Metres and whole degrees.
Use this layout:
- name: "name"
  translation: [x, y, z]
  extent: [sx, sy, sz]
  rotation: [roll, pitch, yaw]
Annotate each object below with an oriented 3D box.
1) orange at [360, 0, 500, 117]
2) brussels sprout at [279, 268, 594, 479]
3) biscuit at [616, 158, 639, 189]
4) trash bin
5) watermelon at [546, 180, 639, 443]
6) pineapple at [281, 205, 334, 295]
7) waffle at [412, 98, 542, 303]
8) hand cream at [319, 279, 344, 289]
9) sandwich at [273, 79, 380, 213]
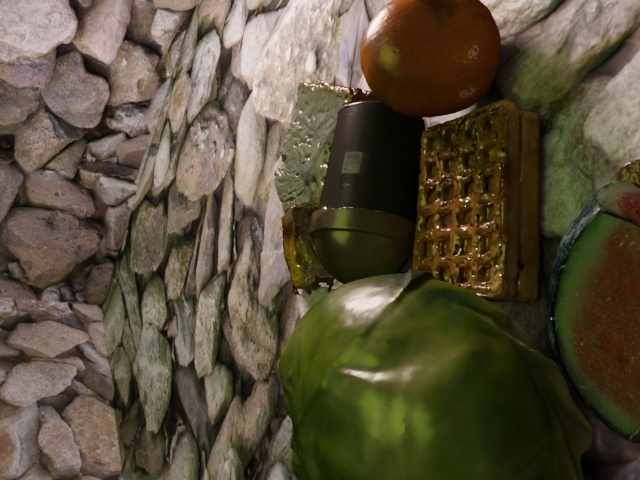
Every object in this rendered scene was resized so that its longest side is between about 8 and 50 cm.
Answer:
- name: "orange"
  translation: [0.187, -0.319, 1.019]
  extent: [0.171, 0.239, 0.240]
  rotation: [91, 179, -75]
- name: "brussels sprout"
  translation: [0.126, 0.217, 0.788]
  extent: [0.425, 0.342, 0.361]
  rotation: [-11, 100, 60]
- name: "biscuit"
  translation: [0.458, -0.051, 0.673]
  extent: [0.236, 0.039, 0.180]
  rotation: [-7, 83, 58]
- name: "trash bin"
  translation: [0.093, -0.074, 1.122]
  extent: [0.214, 0.214, 0.334]
  rotation: [-15, 64, 56]
- name: "watermelon"
  translation: [0.362, 0.084, 0.676]
  extent: [0.226, 0.148, 0.319]
  rotation: [-9, 85, 48]
- name: "pineapple"
  translation: [0.000, 0.000, 1.234]
  extent: [0.236, 0.186, 0.114]
  rotation: [-48, 6, -32]
- name: "waffle"
  translation: [0.250, -0.054, 0.969]
  extent: [0.212, 0.091, 0.308]
  rotation: [-7, 76, 58]
- name: "hand cream"
  translation: [0.002, 0.079, 1.385]
  extent: [0.257, 0.050, 0.084]
  rotation: [-1, 79, 55]
- name: "sandwich"
  translation: [0.010, -0.196, 1.361]
  extent: [0.262, 0.131, 0.326]
  rotation: [33, 111, 55]
